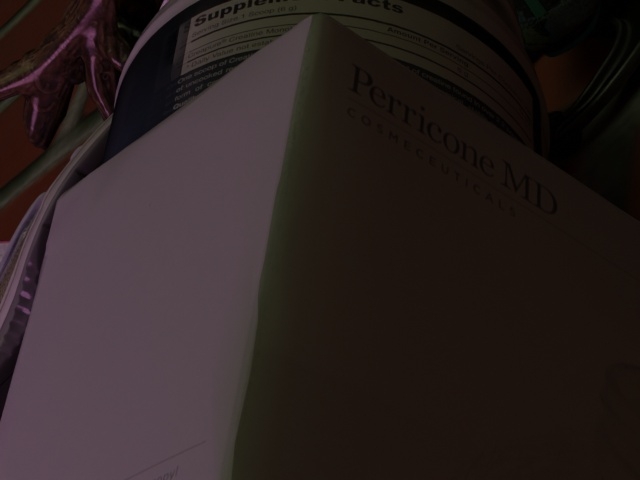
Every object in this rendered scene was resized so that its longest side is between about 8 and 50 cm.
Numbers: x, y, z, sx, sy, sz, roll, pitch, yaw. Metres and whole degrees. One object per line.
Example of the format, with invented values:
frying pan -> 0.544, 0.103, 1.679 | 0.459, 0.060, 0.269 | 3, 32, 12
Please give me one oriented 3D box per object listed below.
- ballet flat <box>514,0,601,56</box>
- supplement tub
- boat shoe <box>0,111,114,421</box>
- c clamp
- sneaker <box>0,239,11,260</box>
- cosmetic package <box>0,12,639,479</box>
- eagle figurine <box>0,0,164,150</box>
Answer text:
ballet flat -> 0.114, -0.162, 0.965 | 0.070, 0.070, 0.188 | -43, 18, 26
supplement tub -> 0.000, 0.000, 0.791 | 0.191, 0.191, 0.272 | -38, 29, 33
boat shoe -> -0.150, 0.037, 1.162 | 0.320, 0.118, 0.103 | -62, 27, -3
c clamp -> 0.102, -0.067, 0.937 | 0.137, 0.022, 0.161 | -54, 20, -16
sneaker -> -0.234, 0.093, 1.282 | 0.252, 0.103, 0.111 | -34, 50, 25
cosmetic package -> 0.029, 0.101, 0.520 | 0.138, 0.224, 0.224 | -32, 38, 42
eagle figurine -> -0.105, -0.165, 1.336 | 0.226, 0.225, 0.298 | 6, 16, 21
